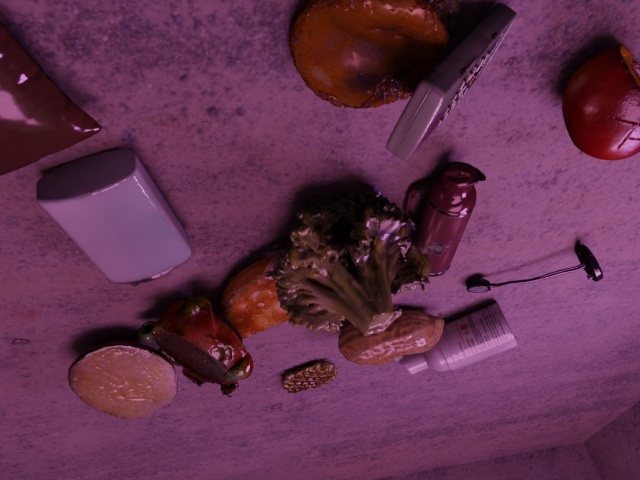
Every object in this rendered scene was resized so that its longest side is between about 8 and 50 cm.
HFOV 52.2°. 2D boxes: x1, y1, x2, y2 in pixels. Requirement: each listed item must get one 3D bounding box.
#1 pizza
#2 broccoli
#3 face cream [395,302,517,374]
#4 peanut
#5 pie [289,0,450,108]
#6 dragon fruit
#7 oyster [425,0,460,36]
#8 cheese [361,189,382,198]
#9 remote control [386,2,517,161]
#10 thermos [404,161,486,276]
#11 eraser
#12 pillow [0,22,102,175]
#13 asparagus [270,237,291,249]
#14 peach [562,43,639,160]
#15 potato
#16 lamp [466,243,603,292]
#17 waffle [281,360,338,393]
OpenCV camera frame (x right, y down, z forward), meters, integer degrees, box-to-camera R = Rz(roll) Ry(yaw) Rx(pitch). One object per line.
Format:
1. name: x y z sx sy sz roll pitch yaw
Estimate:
1. pizza: -0.131 0.141 1.602 0.226 0.086 0.335 7 138 -25
2. broccoli: 0.060 0.067 1.379 0.348 0.281 0.293 -38 143 3
3. face cream: 0.409 0.329 2.032 0.370 0.145 0.145 -25 144 13
4. peanut: 0.210 0.280 1.888 0.325 0.140 0.153 -7 130 -16
5. pie: 0.074 -0.303 1.031 0.273 0.069 0.273 12 154 6
6. dragon fruit: -0.292 0.248 1.586 0.295 0.130 0.268 27 147 5
7. oyster: 0.179 -0.365 1.069 0.125 0.064 0.177 -20 137 -19
8. cheese: 0.086 -0.086 1.443 0.111 0.017 0.047 -22 142 21
9. remote control: 0.214 -0.258 1.042 0.050 0.344 0.145 35 140 7
10. thermos: 0.272 -0.063 1.490 0.109 0.136 0.330 -33 153 -27
11. eraser: -0.382 -0.034 1.250 0.189 0.104 0.290 -14 145 3
12. pillow: -0.537 -0.204 0.948 0.305 0.108 0.308 -22 144 6
13. asparagus: 0.000 0.000 1.516 0.236 0.027 0.034 -4 132 -18
14. peach: 0.576 -0.266 1.254 0.190 0.196 0.226 -44 151 -25
15. potato: -0.503 0.334 1.697 0.239 0.116 0.299 -34 131 14
16. lamp: 0.601 0.082 1.864 0.371 0.108 0.130 -8 159 14
17. waffle: -0.034 0.442 2.099 0.184 0.036 0.169 -19 146 4
